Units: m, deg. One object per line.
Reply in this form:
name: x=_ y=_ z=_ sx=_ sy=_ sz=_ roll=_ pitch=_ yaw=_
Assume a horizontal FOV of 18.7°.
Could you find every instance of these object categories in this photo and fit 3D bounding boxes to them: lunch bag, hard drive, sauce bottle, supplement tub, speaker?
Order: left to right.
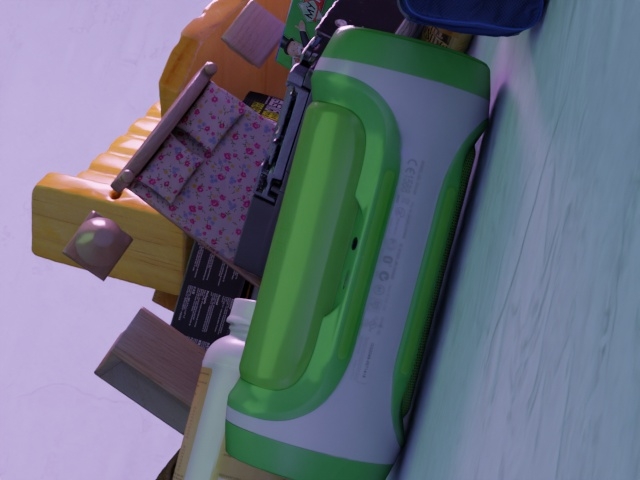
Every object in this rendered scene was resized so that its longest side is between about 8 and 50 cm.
supplement tub: x=-0.032 y=0.155 z=1.473 sx=0.144 sy=0.144 sz=0.200 roll=136 pitch=148 yaw=-84
speaker: x=0.025 y=0.013 z=1.305 sx=0.131 sy=0.131 sz=0.296 roll=-148 pitch=73 yaw=-87
hard drive: x=0.042 y=-0.145 z=1.627 sx=0.339 sy=0.064 sz=0.237 roll=-57 pitch=-10 yaw=-44
sauce bottle: x=0.101 y=-0.163 z=1.555 sx=0.128 sy=0.042 sz=0.042 roll=106 pitch=177 yaw=-55
lunch bag: x=0.090 y=-0.162 z=1.199 sx=0.065 sy=0.098 sz=0.067 roll=-98 pitch=17 yaw=-89

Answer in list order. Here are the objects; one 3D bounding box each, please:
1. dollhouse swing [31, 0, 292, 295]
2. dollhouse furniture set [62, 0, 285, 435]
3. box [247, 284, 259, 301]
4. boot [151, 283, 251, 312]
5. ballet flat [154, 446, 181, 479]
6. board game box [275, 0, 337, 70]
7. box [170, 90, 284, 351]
dollhouse swing: x=-0.154 y=-0.174 z=2.118 sx=0.347 sy=0.315 sz=0.305 roll=-48 pitch=-43 yaw=-35
dollhouse furniture set: x=-0.030 y=0.003 z=1.677 sx=0.355 sy=0.303 sz=0.174 roll=-55 pitch=6 yaw=-14
box: x=-0.011 y=0.049 z=1.922 sx=0.103 sy=0.114 sz=0.203 roll=-78 pitch=3 yaw=-47
boot: x=-0.090 y=0.101 z=2.189 sx=0.104 sy=0.211 sz=0.295 roll=111 pitch=173 yaw=-71
ballet flat: x=-0.100 y=0.303 z=1.865 sx=0.342 sy=0.116 sz=0.124 roll=-107 pitch=31 yaw=-59
board game box: x=0.075 y=-0.307 z=1.724 sx=0.317 sy=0.046 sz=0.213 roll=-52 pitch=-12 yaw=-40
box: x=-0.088 y=-0.001 z=1.912 sx=0.216 sy=0.060 sz=0.270 roll=-78 pitch=5 yaw=-79
